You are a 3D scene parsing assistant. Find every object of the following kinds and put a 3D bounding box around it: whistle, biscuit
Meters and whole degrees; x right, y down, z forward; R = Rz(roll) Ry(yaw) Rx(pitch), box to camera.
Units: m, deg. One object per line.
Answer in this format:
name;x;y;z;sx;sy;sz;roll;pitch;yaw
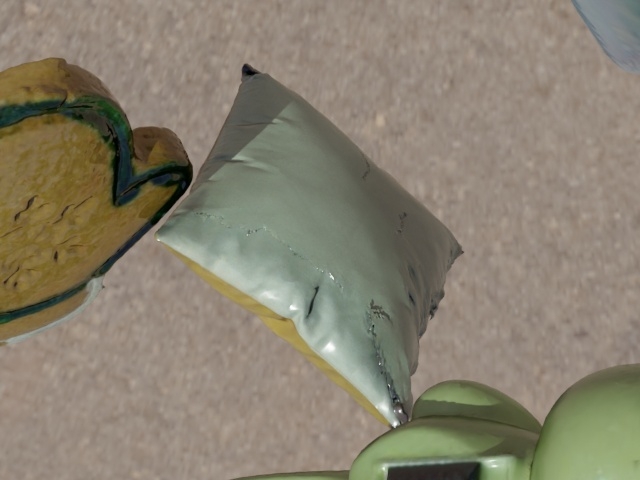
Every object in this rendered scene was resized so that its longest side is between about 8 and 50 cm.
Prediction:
whistle;0.081;0.131;0.682;0.294;0.141;0.141;-13;121;32
biscuit;-0.239;-0.018;1.338;0.287;0.057;0.344;-17;149;-30

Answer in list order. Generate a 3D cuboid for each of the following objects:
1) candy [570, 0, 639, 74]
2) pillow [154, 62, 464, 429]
candy;0.134;-0.132;0.574;0.138;0.071;0.174;-5;140;39
pillow;0.000;0.000;1.545;0.312;0.310;0.119;40;129;-13
